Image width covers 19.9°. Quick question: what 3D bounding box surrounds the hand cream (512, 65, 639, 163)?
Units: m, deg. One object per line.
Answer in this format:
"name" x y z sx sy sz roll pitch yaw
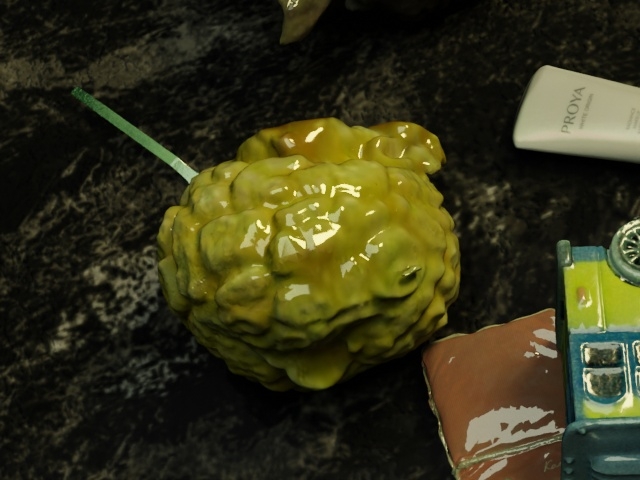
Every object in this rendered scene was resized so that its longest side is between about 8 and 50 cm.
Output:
"hand cream" 0.288 -0.092 1.545 0.255 0.048 0.079 13 70 21

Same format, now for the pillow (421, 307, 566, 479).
"pillow" 0.164 0.168 1.454 0.126 0.043 0.232 -20 60 4

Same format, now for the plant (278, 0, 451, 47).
"plant" 0.047 -0.306 1.625 0.312 0.213 0.215 -27 65 4

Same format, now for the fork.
"fork" -0.144 -0.080 1.673 0.235 0.021 0.039 35 74 28

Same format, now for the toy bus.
"toy bus" 0.331 0.094 1.363 0.312 0.152 0.190 -3 57 5

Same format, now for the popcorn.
"popcorn" 0.000 0.000 1.498 0.237 0.206 0.251 12 56 35
